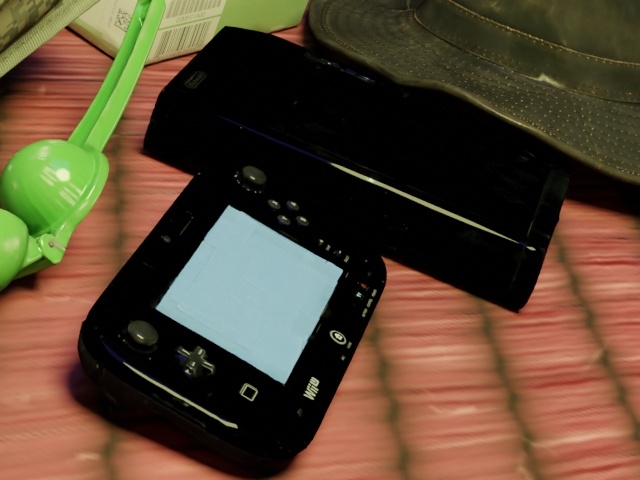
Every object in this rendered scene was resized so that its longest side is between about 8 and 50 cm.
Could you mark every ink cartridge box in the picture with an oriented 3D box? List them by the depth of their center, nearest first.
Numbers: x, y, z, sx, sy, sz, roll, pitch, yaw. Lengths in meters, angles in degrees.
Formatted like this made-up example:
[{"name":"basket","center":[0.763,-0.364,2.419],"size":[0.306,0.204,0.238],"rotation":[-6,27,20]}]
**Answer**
[{"name":"ink cartridge box","center":[-0.140,-0.193,1.108],"size":[0.235,0.056,0.171],"rotation":[35,32,21]}]

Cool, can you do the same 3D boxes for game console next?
[{"name":"game console","center":[0.000,0.000,0.869],"size":[0.213,0.044,0.361],"rotation":[23,29,4]}]

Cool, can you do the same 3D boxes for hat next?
[{"name":"hat","center":[0.160,-0.158,1.138],"size":[0.331,0.134,0.331],"rotation":[17,23,-7]}]

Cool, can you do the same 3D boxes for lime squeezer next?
[{"name":"lime squeezer","center":[-0.146,-0.032,0.788],"size":[0.110,0.059,0.310],"rotation":[54,35,7]}]

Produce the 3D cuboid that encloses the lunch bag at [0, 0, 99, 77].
[{"name":"lunch bag","center":[-0.251,-0.156,0.833],"size":[0.235,0.169,0.287],"rotation":[35,60,19]}]
